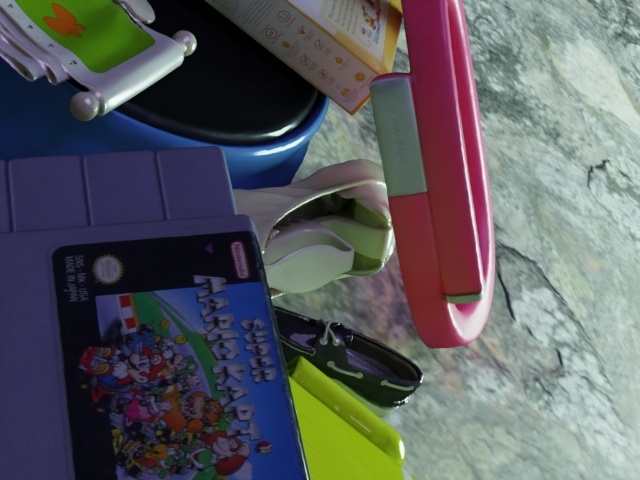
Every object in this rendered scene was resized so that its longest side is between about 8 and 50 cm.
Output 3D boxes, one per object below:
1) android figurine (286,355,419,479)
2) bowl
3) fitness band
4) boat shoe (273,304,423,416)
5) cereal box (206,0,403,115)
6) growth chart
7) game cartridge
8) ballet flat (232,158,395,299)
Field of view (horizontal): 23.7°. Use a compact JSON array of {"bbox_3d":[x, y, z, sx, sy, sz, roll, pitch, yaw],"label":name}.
[{"bbox_3d":[0.015,0.140,0.816,0.273,0.056,0.248,38,7,-7],"label":"android figurine"},{"bbox_3d":[-0.154,-0.178,1.025,0.391,0.077,0.391,30,34,-24],"label":"bowl"},{"bbox_3d":[0.083,-0.068,1.041,0.209,0.054,0.291,-68,151,-65],"label":"fitness band"},{"bbox_3d":[0.010,0.070,0.969,0.125,0.038,0.046,33,35,-20],"label":"boat shoe"},{"bbox_3d":[-0.046,-0.211,1.072,0.240,0.047,0.173,37,32,-15],"label":"cereal box"},{"bbox_3d":[-0.183,-0.164,0.881,0.237,0.021,0.172,41,31,-10],"label":"growth chart"},{"bbox_3d":[-0.120,0.100,0.656,0.230,0.068,0.355,-8,50,-8],"label":"game cartridge"},{"bbox_3d":[0.000,0.000,0.985,0.086,0.086,0.248,54,34,13],"label":"ballet flat"}]
